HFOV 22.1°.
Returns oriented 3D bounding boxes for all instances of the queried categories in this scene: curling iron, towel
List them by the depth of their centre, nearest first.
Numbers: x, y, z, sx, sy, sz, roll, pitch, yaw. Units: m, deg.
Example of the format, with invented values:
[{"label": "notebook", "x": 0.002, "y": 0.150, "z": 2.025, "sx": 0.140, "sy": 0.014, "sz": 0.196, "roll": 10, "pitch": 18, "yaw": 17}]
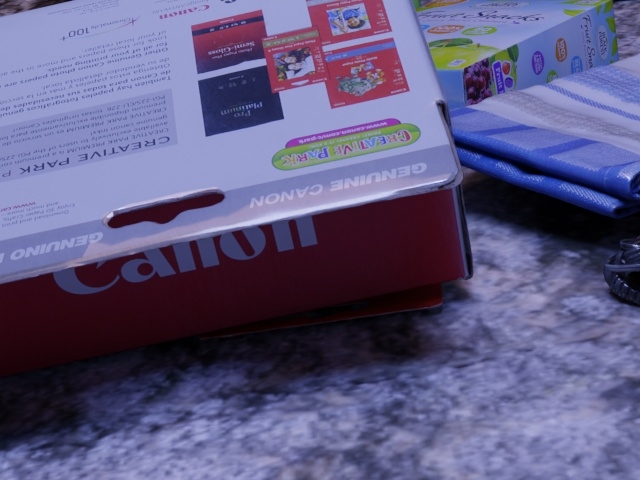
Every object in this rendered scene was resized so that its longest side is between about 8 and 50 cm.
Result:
[{"label": "curling iron", "x": 0.260, "y": -0.024, "z": 0.952, "sx": 0.068, "sy": 0.035, "sz": 0.274, "roll": 16, "pitch": 33, "yaw": 43}, {"label": "towel", "x": 0.219, "y": -0.084, "z": 1.079, "sx": 0.285, "sy": 0.034, "sz": 0.209, "roll": -17, "pitch": 26, "yaw": -35}]

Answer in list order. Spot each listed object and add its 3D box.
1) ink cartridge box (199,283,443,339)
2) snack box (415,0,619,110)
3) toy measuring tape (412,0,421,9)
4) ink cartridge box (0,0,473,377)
[{"label": "ink cartridge box", "x": 0.000, "y": 0.000, "z": 0.997, "sx": 0.145, "sy": 0.045, "sz": 0.179, "roll": -8, "pitch": 17, "yaw": 6}, {"label": "snack box", "x": 0.105, "y": -0.135, "z": 1.278, "sx": 0.174, "sy": 0.070, "sz": 0.207, "roll": 7, "pitch": 24, "yaw": 40}, {"label": "toy measuring tape", "x": 0.055, "y": -0.230, "z": 1.506, "sx": 0.121, "sy": 0.121, "sz": 0.330, "roll": -1, "pitch": 20, "yaw": 22}, {"label": "ink cartridge box", "x": -0.082, "y": -0.032, "z": 0.935, "sx": 0.309, "sy": 0.130, "sz": 0.272, "roll": -12, "pitch": 37, "yaw": 1}]
